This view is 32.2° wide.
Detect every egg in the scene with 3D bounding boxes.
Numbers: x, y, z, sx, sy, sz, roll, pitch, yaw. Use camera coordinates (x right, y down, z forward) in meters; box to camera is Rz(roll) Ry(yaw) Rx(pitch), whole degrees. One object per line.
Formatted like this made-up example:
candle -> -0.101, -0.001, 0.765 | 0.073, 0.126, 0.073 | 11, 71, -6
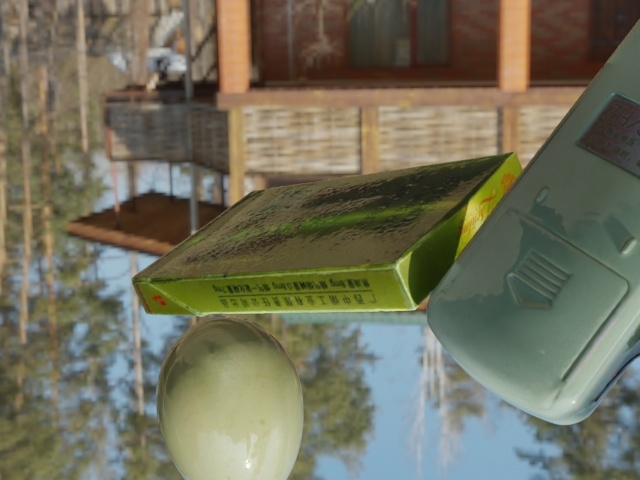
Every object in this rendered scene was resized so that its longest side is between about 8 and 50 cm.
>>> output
egg -> -0.115, 0.223, 1.433 | 0.189, 0.253, 0.188 | -11, 173, -1

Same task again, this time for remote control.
remote control -> 0.195, -0.024, 0.706 | 0.140, 0.296, 0.056 | 37, 180, 43

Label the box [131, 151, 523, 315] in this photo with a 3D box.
box -> 0.000, 0.000, 0.908 | 0.311, 0.043, 0.173 | -5, -154, 45
